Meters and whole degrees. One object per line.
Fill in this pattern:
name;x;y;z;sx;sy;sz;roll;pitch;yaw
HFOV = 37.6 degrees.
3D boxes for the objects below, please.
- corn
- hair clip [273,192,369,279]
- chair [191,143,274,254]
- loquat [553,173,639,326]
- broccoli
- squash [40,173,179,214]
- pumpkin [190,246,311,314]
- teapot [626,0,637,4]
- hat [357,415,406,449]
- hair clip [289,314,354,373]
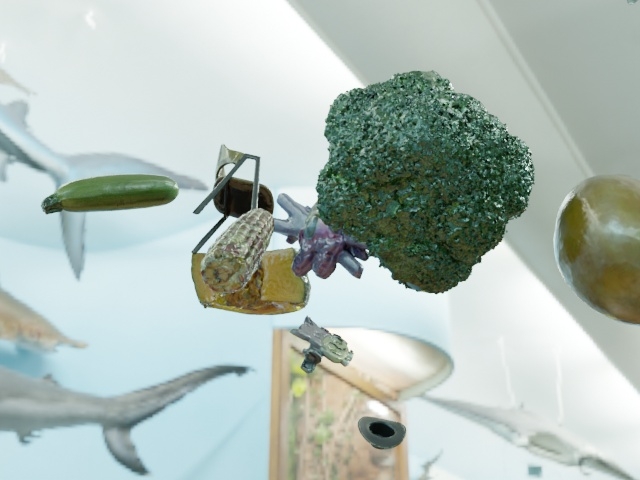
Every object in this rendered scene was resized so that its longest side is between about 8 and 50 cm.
corn;-0.117;0.009;1.427;0.079;0.237;0.080;4;-71;11
hair clip;-0.012;-0.007;1.508;0.090;0.137;0.278;29;-1;-27
chair;-0.188;-0.090;2.095;0.172;0.247;0.159;18;-36;5
loquat;0.384;0.007;1.185;0.179;0.227;0.179;-9;-55;-12
broccoli;0.137;-0.077;1.294;0.307;0.308;0.275;6;-23;-11
squash;-0.374;-0.085;1.675;0.252;0.066;0.066;-6;-23;-29
pumpkin;-0.143;0.091;2.166;0.190;0.139;0.280;-12;-14;29
teapot;0.489;-0.415;1.504;0.083;0.064;0.064;-31;-40;-25
hat;0.138;0.443;2.126;0.121;0.121;0.050;3;-66;-5
hair clip;0.002;0.235;2.091;0.146;0.187;0.056;34;-66;6
